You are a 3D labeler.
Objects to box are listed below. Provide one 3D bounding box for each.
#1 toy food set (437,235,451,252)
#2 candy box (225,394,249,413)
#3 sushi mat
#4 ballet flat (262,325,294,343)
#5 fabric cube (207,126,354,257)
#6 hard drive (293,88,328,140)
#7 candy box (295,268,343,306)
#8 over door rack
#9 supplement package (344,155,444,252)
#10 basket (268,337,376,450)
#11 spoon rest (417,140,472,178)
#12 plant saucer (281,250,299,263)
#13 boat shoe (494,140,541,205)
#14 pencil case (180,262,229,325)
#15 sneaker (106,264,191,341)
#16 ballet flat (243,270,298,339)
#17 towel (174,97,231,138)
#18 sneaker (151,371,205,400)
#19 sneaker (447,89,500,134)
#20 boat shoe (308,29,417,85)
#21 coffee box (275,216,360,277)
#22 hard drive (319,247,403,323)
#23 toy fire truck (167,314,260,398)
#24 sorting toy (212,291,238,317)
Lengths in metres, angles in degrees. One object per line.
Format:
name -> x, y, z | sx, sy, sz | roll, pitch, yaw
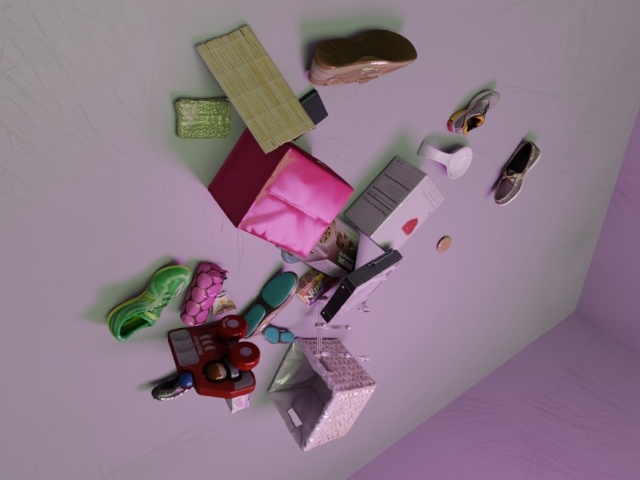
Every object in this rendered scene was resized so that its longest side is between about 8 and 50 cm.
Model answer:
toy food set -> 0.577, 0.018, 1.992 | 0.082, 0.020, 0.083 | -47, 135, 3
candy box -> -0.328, 0.502, 1.579 | 0.070, 0.196, 0.164 | -10, 126, -30
sushi mat -> -0.156, -0.374, 1.046 | 0.152, 0.316, 0.019 | -33, 179, -15
ballet flat -> -0.182, 0.378, 1.684 | 0.070, 0.070, 0.188 | -52, 139, 7
fabric cube -> -0.117, -0.148, 1.225 | 0.258, 0.254, 0.259 | 27, 104, -42
hard drive -> -0.048, -0.372, 1.273 | 0.135, 0.022, 0.094 | -38, 134, -6
candy box -> -0.010, 0.161, 1.661 | 0.187, 0.053, 0.109 | -40, 135, -6
over door rack -> 0.113, 0.367, 1.772 | 0.324, 0.108, 0.239 | 20, 66, -42
supplement package -> 0.270, -0.122, 1.567 | 0.293, 0.175, 0.178 | -48, 136, 4
basket -> 0.002, 0.638, 1.819 | 0.267, 0.328, 0.331 | 10, 114, -42
spoon rest -> 0.498, -0.314, 1.655 | 0.277, 0.084, 0.137 | 6, 117, -37
plant saucer -> -0.083, 0.038, 1.543 | 0.120, 0.021, 0.119 | -18, 129, -24
boat shoe -> 0.863, -0.300, 1.908 | 0.091, 0.109, 0.304 | 26, 97, -43
pencil case -> -0.378, 0.178, 1.392 | 0.098, 0.095, 0.209 | 3, 122, -54
sneaker -> -0.501, 0.195, 1.290 | 0.296, 0.123, 0.109 | -41, 135, -4
ballet flat -> -0.183, 0.236, 1.576 | 0.316, 0.107, 0.106 | -45, 155, 8
towel -> -0.307, -0.321, 1.126 | 0.148, 0.027, 0.109 | -12, 128, -30
sneaker -> -0.493, 0.505, 1.555 | 0.235, 0.078, 0.106 | -4, 120, -37
sneaker -> 0.590, -0.470, 1.601 | 0.225, 0.093, 0.088 | -42, 135, -3
boat shoe -> 0.121, -0.521, 1.238 | 0.342, 0.121, 0.110 | -15, 165, -23
coffee box -> 0.000, 0.000, 1.456 | 0.297, 0.119, 0.167 | 34, 58, -44
hard drive -> 0.145, 0.173, 1.574 | 0.237, 0.064, 0.338 | -28, 160, -32
toy fire truck -> -0.350, 0.395, 1.409 | 0.254, 0.302, 0.169 | -7, 129, -29
sorting toy -> -0.338, 0.216, 1.481 | 0.084, 0.045, 0.075 | -17, 117, -10
